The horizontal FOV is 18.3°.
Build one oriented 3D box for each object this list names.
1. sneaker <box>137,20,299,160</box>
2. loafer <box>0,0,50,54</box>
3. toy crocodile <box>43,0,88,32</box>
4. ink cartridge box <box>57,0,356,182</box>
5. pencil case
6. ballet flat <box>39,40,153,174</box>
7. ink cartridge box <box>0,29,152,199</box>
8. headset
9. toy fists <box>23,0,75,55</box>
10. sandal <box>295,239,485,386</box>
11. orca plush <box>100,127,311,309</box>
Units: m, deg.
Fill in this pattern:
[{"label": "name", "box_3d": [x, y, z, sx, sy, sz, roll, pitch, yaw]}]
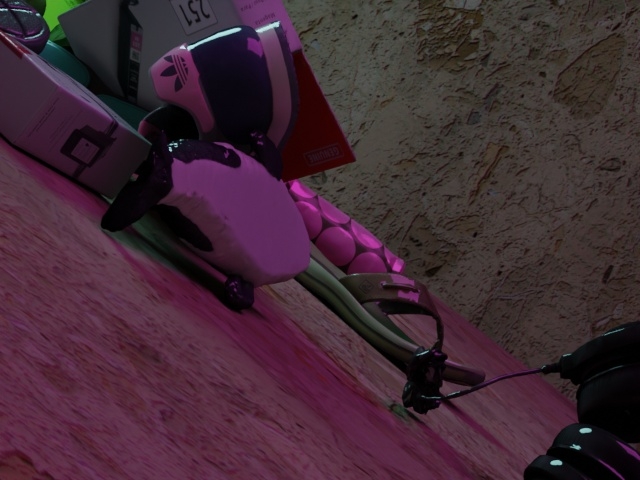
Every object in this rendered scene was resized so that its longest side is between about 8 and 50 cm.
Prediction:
[{"label": "sneaker", "box_3d": [-0.105, -0.080, 1.777, 0.319, 0.131, 0.112, 102, -28, -55]}, {"label": "loafer", "box_3d": [-0.359, -0.212, 1.725, 0.267, 0.084, 0.096, 35, 33, 14]}, {"label": "toy crocodile", "box_3d": [-0.275, -0.231, 2.421, 0.340, 0.115, 0.105, 43, -13, 38]}, {"label": "ink cartridge box", "box_3d": [-0.115, -0.148, 1.897, 0.275, 0.060, 0.239, -14, -76, 52]}, {"label": "pencil case", "box_3d": [0.000, 0.000, 2.475, 0.209, 0.098, 0.095, 39, 43, -10]}, {"label": "ballet flat", "box_3d": [-0.228, -0.125, 1.940, 0.203, 0.074, 0.074, 33, 1, 22]}, {"label": "ink cartridge box", "box_3d": [-0.224, -0.106, 1.653, 0.109, 0.063, 0.150, 40, 4, 31]}, {"label": "headset", "box_3d": [0.262, 0.185, 1.787, 0.394, 0.243, 0.185, 21, -24, 7]}, {"label": "toy fists", "box_3d": [-0.301, -0.214, 2.078, 0.279, 0.096, 0.142, 40, 13, -5]}, {"label": "sandal", "box_3d": [0.069, 0.066, 2.266, 0.303, 0.086, 0.120, 39, 4, 19]}, {"label": "orca plush", "box_3d": [-0.111, -0.017, 1.641, 0.102, 0.151, 0.287, 0, 1, 25]}]
